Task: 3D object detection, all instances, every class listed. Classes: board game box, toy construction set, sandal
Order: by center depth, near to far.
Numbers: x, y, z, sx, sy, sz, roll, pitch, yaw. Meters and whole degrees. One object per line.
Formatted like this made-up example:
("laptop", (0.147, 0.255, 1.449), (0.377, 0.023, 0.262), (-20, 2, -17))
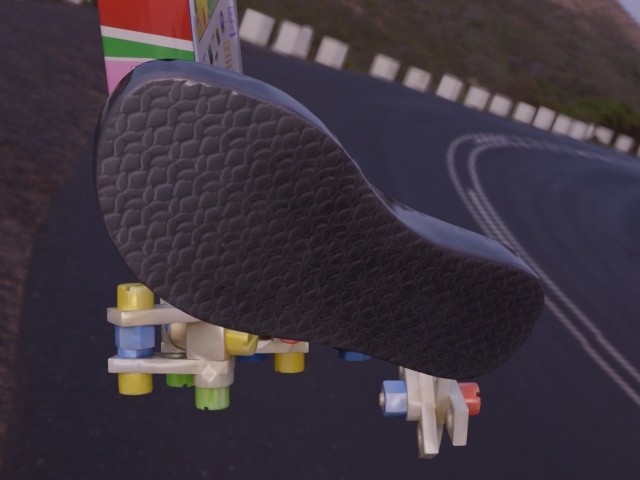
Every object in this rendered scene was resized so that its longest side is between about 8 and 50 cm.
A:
("sandal", (0.000, 0.001, 0.463), (0.254, 0.097, 0.054), (30, 17, -40))
("board game box", (-0.112, -0.193, 0.803), (0.064, 0.317, 0.242), (-3, 14, 4))
("toy construction set", (-0.018, 0.085, 0.919), (0.327, 0.151, 0.215), (14, 1, -5))
